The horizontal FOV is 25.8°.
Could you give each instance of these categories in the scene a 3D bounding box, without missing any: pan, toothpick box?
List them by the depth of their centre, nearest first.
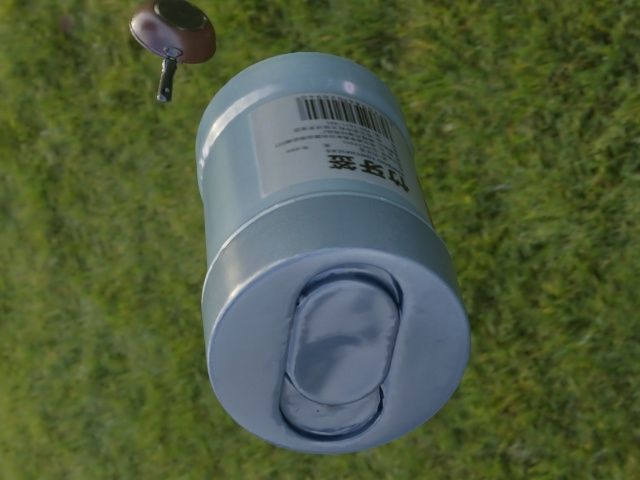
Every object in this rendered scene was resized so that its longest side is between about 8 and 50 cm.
[{"bbox_3d":[0.000,0.000,0.578,0.153,0.101,0.101,-99,20,-54],"label":"toothpick box"},{"bbox_3d":[-0.107,-0.144,1.031,0.115,0.068,0.023,-91,24,-46],"label":"pan"}]
